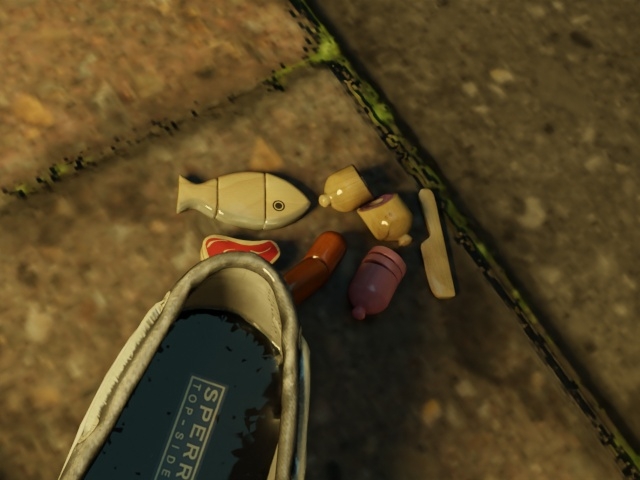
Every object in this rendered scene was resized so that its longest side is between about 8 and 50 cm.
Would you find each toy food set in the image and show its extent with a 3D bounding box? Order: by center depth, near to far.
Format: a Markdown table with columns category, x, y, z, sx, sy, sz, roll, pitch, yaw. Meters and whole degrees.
| category | x | y | z | sx | sy | sz | roll | pitch | yaw |
| --- | --- | --- | --- | --- | --- | --- | --- | --- | --- |
| toy food set | 0.000 | 0.000 | 0.620 | 0.122 | 0.019 | 0.078 | -3 | 64 | -16 |

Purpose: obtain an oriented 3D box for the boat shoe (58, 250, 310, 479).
| category | x | y | z | sx | sy | sz | roll | pitch | yaw |
| --- | --- | --- | --- | --- | --- | --- | --- | --- | --- |
| boat shoe | -0.064 | 0.141 | 0.482 | 0.108 | 0.102 | 0.301 | 21 | 60 | -4 |
